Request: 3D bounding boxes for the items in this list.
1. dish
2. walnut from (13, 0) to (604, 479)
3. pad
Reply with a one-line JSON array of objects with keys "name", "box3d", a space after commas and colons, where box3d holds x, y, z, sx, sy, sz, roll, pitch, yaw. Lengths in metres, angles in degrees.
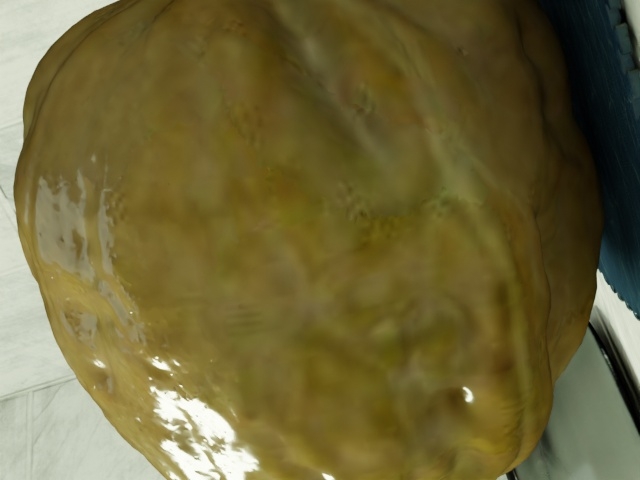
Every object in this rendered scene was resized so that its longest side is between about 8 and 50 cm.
[{"name": "dish", "box3d": [0.209, 0.222, 1.014, 0.316, 0.106, 0.316, -18, -90, -87]}, {"name": "walnut", "box3d": [0.003, 0.001, 0.715, 0.306, 0.306, 0.343, -102, -5, -55]}, {"name": "pad", "box3d": [0.143, -0.072, 0.700, 0.269, 0.012, 0.269, -87, -21, -79]}]
